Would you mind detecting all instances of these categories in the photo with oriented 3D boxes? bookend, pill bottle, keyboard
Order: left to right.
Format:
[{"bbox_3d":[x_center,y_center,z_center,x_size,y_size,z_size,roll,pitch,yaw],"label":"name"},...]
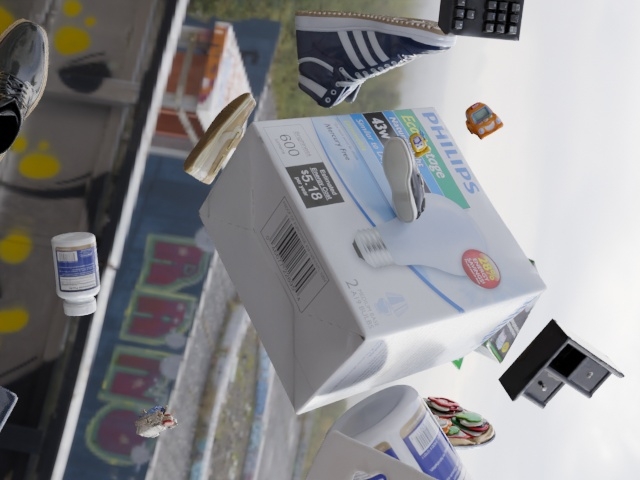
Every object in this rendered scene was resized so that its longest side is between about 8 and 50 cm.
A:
[{"bbox_3d":[-0.376,0.052,1.364,0.067,0.067,0.120,-57,146,-73],"label":"pill bottle"},{"bbox_3d":[0.132,0.345,1.213,0.265,0.153,0.153,58,15,-7],"label":"pill bottle"},{"bbox_3d":[0.162,-0.264,0.757,0.023,0.108,0.180,-138,-129,-68],"label":"keyboard"},{"bbox_3d":[0.441,0.252,1.626,0.157,0.156,0.072,-51,-157,13],"label":"bookend"}]

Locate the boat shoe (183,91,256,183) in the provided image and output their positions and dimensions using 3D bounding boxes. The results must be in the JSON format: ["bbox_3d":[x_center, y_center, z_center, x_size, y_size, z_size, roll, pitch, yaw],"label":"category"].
[{"bbox_3d":[-0.157,-0.168,1.470,0.170,0.059,0.063,-53,-153,-7],"label":"boat shoe"}]

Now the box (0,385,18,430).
[{"bbox_3d":[-0.687,0.283,0.975,0.297,0.471,0.480,-37,-155,38],"label":"box"}]

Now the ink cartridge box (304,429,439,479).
[{"bbox_3d":[0.030,0.402,0.920,0.119,0.207,0.353,35,76,-40],"label":"ink cartridge box"}]

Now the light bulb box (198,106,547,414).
[{"bbox_3d":[0.073,0.013,1.312,0.358,0.361,0.225,62,-41,21],"label":"light bulb box"}]

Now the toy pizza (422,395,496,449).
[{"bbox_3d":[0.205,0.307,1.532,0.201,0.201,0.032,-47,147,-78],"label":"toy pizza"}]

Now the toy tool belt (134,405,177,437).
[{"bbox_3d":[-0.294,0.314,1.577,0.052,0.083,0.051,27,43,-42],"label":"toy tool belt"}]

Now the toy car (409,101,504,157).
[{"bbox_3d":[0.164,-0.137,1.100,0.040,0.122,0.060,59,18,-23],"label":"toy car"}]

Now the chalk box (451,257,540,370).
[{"bbox_3d":[0.276,0.122,1.543,0.213,0.132,0.132,-57,149,-10],"label":"chalk box"}]

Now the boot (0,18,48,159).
[{"bbox_3d":[-0.355,-0.174,1.029,0.137,0.077,0.198,-2,-110,60],"label":"boot"}]

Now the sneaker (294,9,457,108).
[{"bbox_3d":[0.081,-0.282,1.416,0.099,0.282,0.153,-22,120,-55],"label":"sneaker"}]

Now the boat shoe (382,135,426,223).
[{"bbox_3d":[0.116,-0.085,1.186,0.038,0.046,0.125,-36,121,-39],"label":"boat shoe"}]
